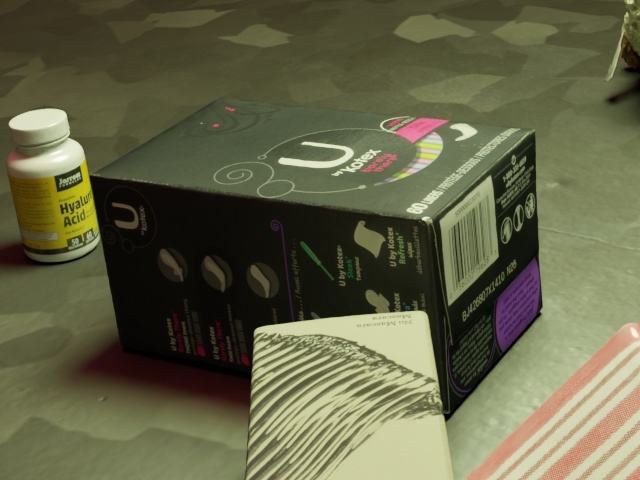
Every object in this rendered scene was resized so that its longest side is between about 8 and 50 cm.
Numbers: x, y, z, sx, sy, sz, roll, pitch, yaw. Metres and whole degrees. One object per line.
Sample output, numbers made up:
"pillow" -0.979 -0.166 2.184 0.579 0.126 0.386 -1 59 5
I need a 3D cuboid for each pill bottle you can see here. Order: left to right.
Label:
"pill bottle" -0.223 -0.046 1.227 0.065 0.116 0.065 -6 25 3

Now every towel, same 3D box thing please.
"towel" 0.136 0.138 0.748 0.144 0.029 0.197 -47 19 18

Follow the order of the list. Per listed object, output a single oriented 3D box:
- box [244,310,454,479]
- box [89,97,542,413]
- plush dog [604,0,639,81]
"box" 0.018 0.142 0.785 0.113 0.094 0.275 -7 24 1
"box" 0.000 0.000 1.039 0.270 0.143 0.165 8 28 30
"plush dog" 0.409 -0.211 1.396 0.225 0.211 0.262 20 49 14
